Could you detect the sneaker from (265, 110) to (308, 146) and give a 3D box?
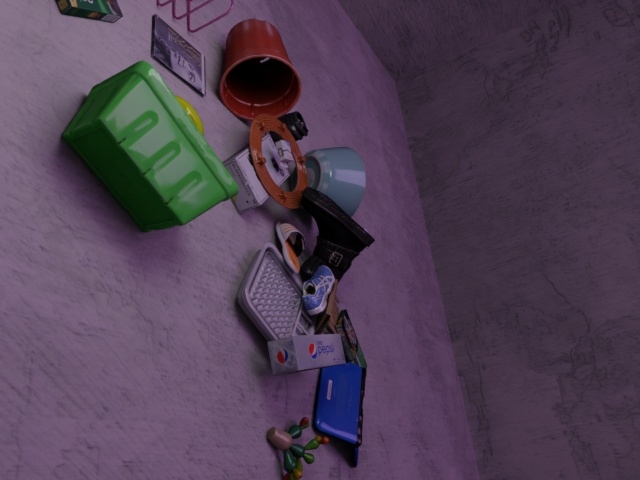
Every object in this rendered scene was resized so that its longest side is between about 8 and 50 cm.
[{"bbox_3d":[-0.121,-0.365,2.014,0.104,0.147,0.295,42,38,-49],"label":"sneaker"}]

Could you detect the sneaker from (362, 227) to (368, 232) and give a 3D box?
[{"bbox_3d":[0.089,-0.012,2.124,0.094,0.258,0.091,-37,94,-32],"label":"sneaker"}]

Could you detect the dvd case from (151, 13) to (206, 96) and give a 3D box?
[{"bbox_3d":[-0.430,-0.563,1.672,0.221,0.018,0.164,33,44,-53],"label":"dvd case"}]

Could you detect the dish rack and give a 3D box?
[{"bbox_3d":[-0.134,0.200,1.673,0.333,0.072,0.285,58,28,-27],"label":"dish rack"}]

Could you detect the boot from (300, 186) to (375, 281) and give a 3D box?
[{"bbox_3d":[0.002,0.002,1.914,0.348,0.260,0.131,39,9,-26],"label":"boot"}]

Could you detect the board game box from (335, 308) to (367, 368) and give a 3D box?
[{"bbox_3d":[0.119,0.402,2.054,0.136,0.030,0.259,-67,138,-69],"label":"board game box"}]

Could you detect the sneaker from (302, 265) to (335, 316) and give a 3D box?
[{"bbox_3d":[-0.008,0.149,1.789,0.081,0.080,0.211,57,27,-29],"label":"sneaker"}]

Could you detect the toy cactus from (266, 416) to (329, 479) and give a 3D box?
[{"bbox_3d":[-0.071,0.579,1.517,0.180,0.112,0.219,45,43,-27],"label":"toy cactus"}]

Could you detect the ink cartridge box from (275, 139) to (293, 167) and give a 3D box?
[{"bbox_3d":[-0.118,-0.285,1.801,0.048,0.028,0.083,-1,76,-62],"label":"ink cartridge box"}]

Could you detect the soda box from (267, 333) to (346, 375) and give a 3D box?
[{"bbox_3d":[-0.034,0.329,1.593,0.286,0.091,0.098,13,62,-60],"label":"soda box"}]

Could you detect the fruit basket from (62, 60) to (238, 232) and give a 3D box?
[{"bbox_3d":[-0.370,-0.246,1.315,0.392,0.283,0.392,11,76,-49],"label":"fruit basket"}]

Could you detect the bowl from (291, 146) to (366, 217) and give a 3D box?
[{"bbox_3d":[0.006,-0.218,2.045,0.163,0.311,0.311,10,62,-42],"label":"bowl"}]

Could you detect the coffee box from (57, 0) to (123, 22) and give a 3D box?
[{"bbox_3d":[-0.585,-0.613,1.359,0.113,0.040,0.184,69,25,-5],"label":"coffee box"}]

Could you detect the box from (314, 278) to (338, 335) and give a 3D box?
[{"bbox_3d":[0.009,0.245,1.840,0.021,0.164,0.201,24,31,-5],"label":"box"}]

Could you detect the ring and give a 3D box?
[{"bbox_3d":[-0.128,-0.270,1.840,0.336,0.032,0.336,38,44,-49],"label":"ring"}]

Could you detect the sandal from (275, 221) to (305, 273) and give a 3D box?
[{"bbox_3d":[-0.084,0.016,1.821,0.102,0.076,0.265,56,7,-35],"label":"sandal"}]

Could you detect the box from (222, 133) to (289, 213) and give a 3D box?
[{"bbox_3d":[-0.216,-0.225,1.788,0.169,0.087,0.290,63,25,-18],"label":"box"}]

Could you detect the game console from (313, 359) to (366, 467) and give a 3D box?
[{"bbox_3d":[0.068,0.581,1.871,0.250,0.173,0.293,26,41,-15],"label":"game console"}]

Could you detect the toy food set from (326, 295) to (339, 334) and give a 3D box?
[{"bbox_3d":[0.036,0.271,2.024,0.192,0.039,0.132,-90,158,-44],"label":"toy food set"}]

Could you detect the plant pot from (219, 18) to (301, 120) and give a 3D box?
[{"bbox_3d":[-0.216,-0.602,1.881,0.272,0.272,0.265,40,31,-48],"label":"plant pot"}]

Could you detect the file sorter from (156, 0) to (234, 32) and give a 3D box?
[{"bbox_3d":[-0.421,-0.808,1.649,0.291,0.202,0.182,30,48,-55],"label":"file sorter"}]
